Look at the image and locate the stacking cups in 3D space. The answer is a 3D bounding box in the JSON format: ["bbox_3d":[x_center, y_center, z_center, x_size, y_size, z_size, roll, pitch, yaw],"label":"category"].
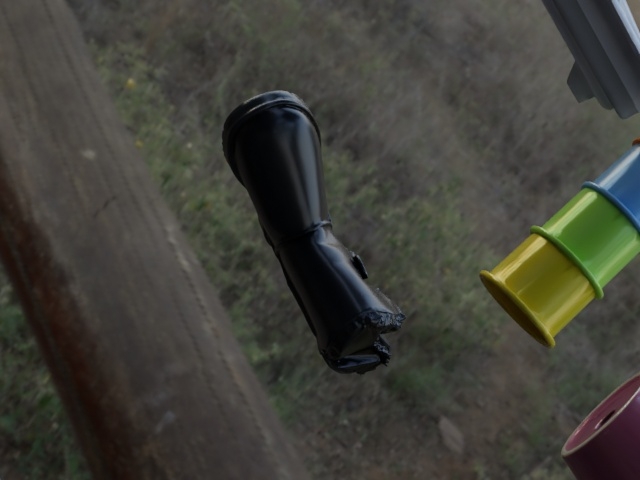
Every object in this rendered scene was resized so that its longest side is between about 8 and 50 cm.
[{"bbox_3d":[0.289,-0.042,1.074,0.096,0.316,0.096,47,-1,1],"label":"stacking cups"}]

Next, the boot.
[{"bbox_3d":[0.000,0.000,1.128,0.094,0.246,0.207,-26,57,-9],"label":"boot"}]

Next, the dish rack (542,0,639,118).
[{"bbox_3d":[0.202,-0.268,1.053,0.285,0.072,0.333,50,24,-32],"label":"dish rack"}]

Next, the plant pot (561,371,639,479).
[{"bbox_3d":[0.355,0.239,1.215,0.180,0.201,0.201,46,31,6],"label":"plant pot"}]
